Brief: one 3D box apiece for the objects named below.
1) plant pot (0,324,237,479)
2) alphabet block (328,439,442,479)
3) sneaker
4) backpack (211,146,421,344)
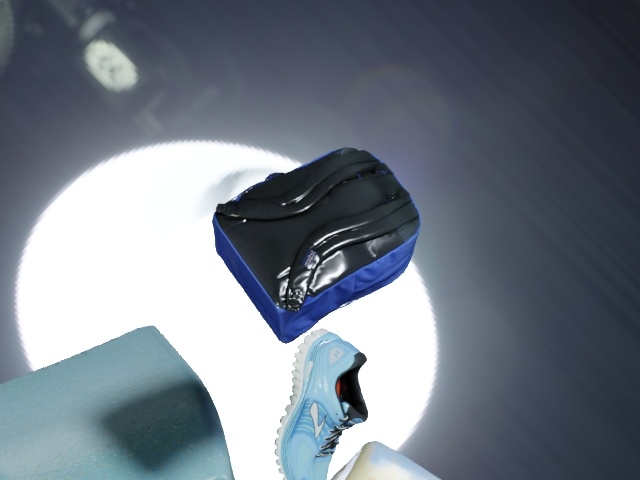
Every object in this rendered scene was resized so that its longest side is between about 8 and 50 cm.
[{"bbox_3d":[-0.183,0.258,1.279,0.248,0.247,0.252,-22,22,-24],"label":"plant pot"},{"bbox_3d":[0.043,0.292,0.998,0.197,0.192,0.193,-55,-4,-27],"label":"alphabet block"},{"bbox_3d":[0.006,0.166,1.281,0.063,0.073,0.162,-16,-62,-56],"label":"sneaker"},{"bbox_3d":[0.000,0.000,0.911,0.120,0.098,0.101,-31,-18,-15],"label":"backpack"}]
